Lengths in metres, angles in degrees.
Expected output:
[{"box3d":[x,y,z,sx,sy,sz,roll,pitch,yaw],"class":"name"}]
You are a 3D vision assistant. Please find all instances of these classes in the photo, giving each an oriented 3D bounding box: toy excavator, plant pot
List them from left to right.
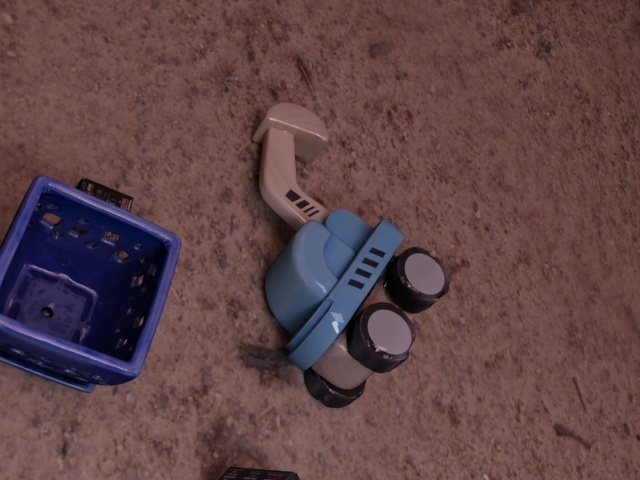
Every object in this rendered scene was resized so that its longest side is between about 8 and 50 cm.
[{"box3d":[-0.368,0.081,1.341,0.236,0.212,0.236,26,57,-22],"class":"plant pot"},{"box3d":[0.000,0.000,1.654,0.445,0.222,0.433,39,51,-3],"class":"toy excavator"}]

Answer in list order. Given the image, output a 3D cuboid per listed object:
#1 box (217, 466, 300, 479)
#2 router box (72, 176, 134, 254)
[{"box3d":[-0.126,0.476,1.333,0.270,0.143,0.165,-44,116,-44],"class":"box"},{"box3d":[-0.363,-0.030,1.509,0.092,0.038,0.122,23,58,-24],"class":"router box"}]
